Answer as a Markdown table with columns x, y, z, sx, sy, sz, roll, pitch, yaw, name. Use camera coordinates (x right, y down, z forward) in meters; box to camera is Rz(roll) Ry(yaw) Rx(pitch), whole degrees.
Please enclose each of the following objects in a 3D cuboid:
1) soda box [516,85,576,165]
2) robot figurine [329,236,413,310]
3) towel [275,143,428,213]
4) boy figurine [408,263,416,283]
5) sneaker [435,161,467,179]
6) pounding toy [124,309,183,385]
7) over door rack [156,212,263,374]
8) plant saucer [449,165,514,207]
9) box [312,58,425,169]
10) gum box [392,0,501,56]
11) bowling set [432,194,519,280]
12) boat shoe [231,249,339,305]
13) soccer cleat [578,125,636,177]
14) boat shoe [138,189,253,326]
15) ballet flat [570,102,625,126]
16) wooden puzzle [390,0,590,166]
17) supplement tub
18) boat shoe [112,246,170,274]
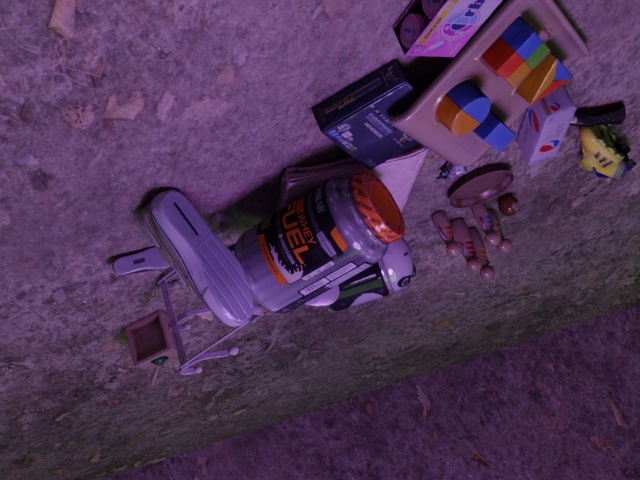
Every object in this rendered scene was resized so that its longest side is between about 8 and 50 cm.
| x | y | z | sx | sy | sz | roll | pitch | yaw | name |
| --- | --- | --- | --- | --- | --- | --- | --- | --- | --- |
| 0.484 | -0.249 | 1.979 | 0.069 | 0.073 | 0.216 | -18 | 158 | -7 | soda box |
| 0.086 | 0.072 | 2.219 | 0.278 | 0.209 | 0.173 | -18 | 135 | 7 | robot figurine |
| 0.053 | -0.091 | 2.001 | 0.317 | 0.053 | 0.332 | -13 | 156 | -15 | towel |
| 0.108 | 0.093 | 2.413 | 0.285 | 0.092 | 0.177 | -14 | 159 | -24 | boy figurine |
| 0.289 | -0.158 | 2.064 | 0.069 | 0.038 | 0.098 | -27 | 156 | 13 | sneaker |
| -0.414 | 0.271 | 2.301 | 0.130 | 0.141 | 0.100 | -26 | 157 | 13 | pounding toy |
| -0.232 | 0.125 | 1.999 | 0.108 | 0.239 | 0.324 | 0 | 150 | -38 | over door rack |
| 0.385 | -0.133 | 2.216 | 0.169 | 0.029 | 0.168 | -17 | 156 | -8 | plant saucer |
| 0.117 | -0.231 | 1.730 | 0.183 | 0.059 | 0.233 | -29 | 156 | 16 | box |
| 0.214 | -0.379 | 1.475 | 0.107 | 0.062 | 0.188 | -5 | 153 | -33 | gum box |
| 0.431 | -0.016 | 2.353 | 0.200 | 0.154 | 0.287 | -31 | 155 | 24 | bowling set |
| -0.088 | 0.085 | 2.108 | 0.268 | 0.096 | 0.088 | 13 | 177 | -3 | boat shoe |
| 0.672 | -0.206 | 2.216 | 0.121 | 0.093 | 0.289 | -25 | 157 | 27 | soccer cleat |
| -0.240 | 0.039 | 1.792 | 0.094 | 0.302 | 0.109 | -24 | -170 | 44 | boat shoe |
| 0.616 | -0.283 | 2.072 | 0.173 | 0.049 | 0.057 | -8 | -163 | -25 | ballet flat |
| 0.334 | -0.276 | 1.707 | 0.348 | 0.080 | 0.322 | -43 | 152 | 17 | wooden puzzle |
| 0.000 | 0.000 | 1.852 | 0.316 | 0.193 | 0.194 | -31 | 155 | 21 | supplement tub |
| -0.375 | 0.044 | 1.957 | 0.142 | 0.049 | 0.040 | -11 | 174 | -19 | boat shoe |
